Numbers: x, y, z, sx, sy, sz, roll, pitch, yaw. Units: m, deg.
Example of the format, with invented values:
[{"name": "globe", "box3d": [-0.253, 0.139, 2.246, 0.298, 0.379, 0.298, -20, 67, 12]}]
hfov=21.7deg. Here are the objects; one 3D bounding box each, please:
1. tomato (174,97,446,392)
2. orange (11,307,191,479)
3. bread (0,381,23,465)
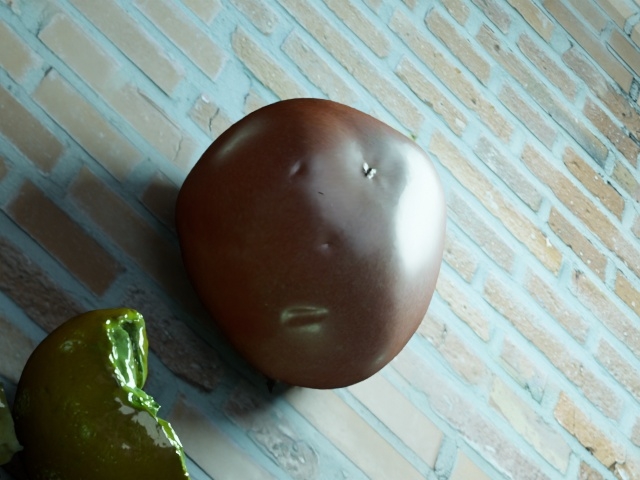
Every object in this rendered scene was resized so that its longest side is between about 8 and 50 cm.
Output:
[{"name": "tomato", "box3d": [0.000, 0.000, 1.962, 0.341, 0.273, 0.341, 29, 42, -30]}, {"name": "orange", "box3d": [-0.219, 0.185, 1.651, 0.158, 0.179, 0.237, -12, 70, -27]}, {"name": "bread", "box3d": [-0.404, 0.181, 1.529, 0.269, 0.087, 0.098, -5, 68, -48]}]
